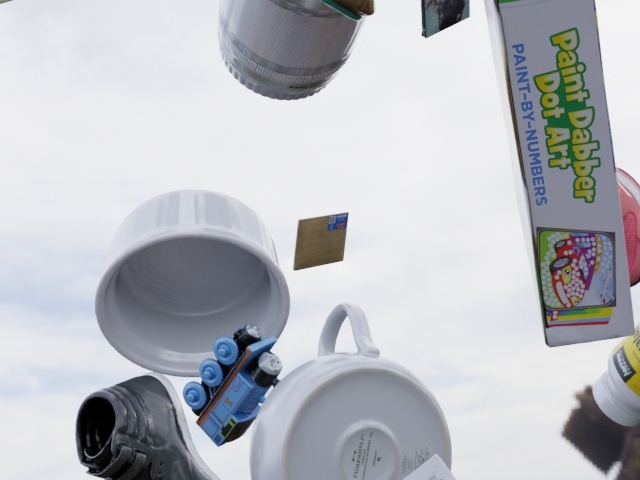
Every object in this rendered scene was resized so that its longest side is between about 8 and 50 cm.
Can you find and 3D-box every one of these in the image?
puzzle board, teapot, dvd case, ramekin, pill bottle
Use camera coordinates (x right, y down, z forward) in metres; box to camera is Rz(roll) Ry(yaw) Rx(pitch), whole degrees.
[{"bbox_3d":[0.000,0.000,1.964,0.128,0.097,0.011,-11,23,-44],"label":"puzzle board"},{"bbox_3d":[0.018,0.243,1.271,0.256,0.253,0.187,-38,10,-20],"label":"teapot"},{"bbox_3d":[0.185,-0.367,1.604,0.087,0.013,0.119,-28,-43,-20],"label":"dvd case"},{"bbox_3d":[-0.186,0.058,1.582,0.277,0.135,0.277,-3,-52,-4],"label":"ramekin"},{"bbox_3d":[0.266,0.093,0.841,0.065,0.065,0.116,2,-44,-34],"label":"pill bottle"}]

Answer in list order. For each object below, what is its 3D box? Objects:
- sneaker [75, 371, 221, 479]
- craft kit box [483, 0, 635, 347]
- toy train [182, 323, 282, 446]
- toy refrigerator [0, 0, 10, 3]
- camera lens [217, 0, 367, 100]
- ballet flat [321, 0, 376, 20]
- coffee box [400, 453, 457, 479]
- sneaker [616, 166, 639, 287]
[{"bbox_3d":[-0.202,0.296,1.296,0.104,0.296,0.146,-40,-23,26],"label":"sneaker"},{"bbox_3d":[0.134,-0.100,0.662,0.060,0.247,0.250,-7,22,9],"label":"craft kit box"},{"bbox_3d":[-0.120,0.203,1.538,0.080,0.105,0.184,-21,-29,-57],"label":"toy train"},{"bbox_3d":[-0.443,-0.443,1.695,0.269,0.102,0.094,-29,23,-37],"label":"toy refrigerator"},{"bbox_3d":[-0.034,-0.365,1.608,0.219,0.220,0.274,-3,-26,-17],"label":"camera lens"},{"bbox_3d":[-0.061,-0.344,1.083,0.342,0.116,0.124,24,-68,-23],"label":"ballet flat"},{"bbox_3d":[0.026,0.326,0.812,0.297,0.119,0.168,-37,-54,-2],"label":"coffee box"},{"bbox_3d":[0.296,-0.074,1.302,0.116,0.314,0.136,-14,11,47],"label":"sneaker"}]
